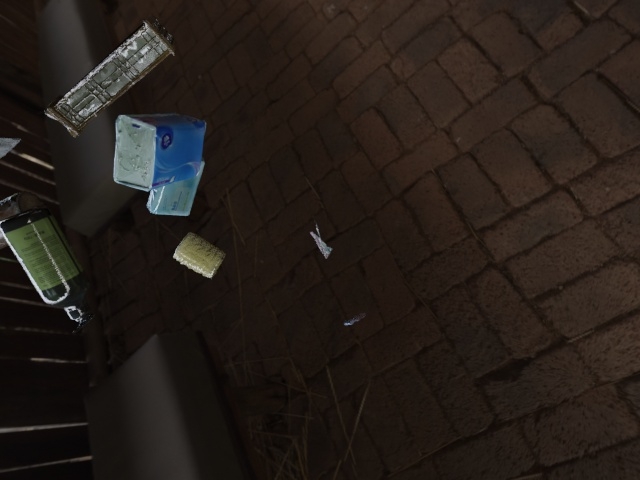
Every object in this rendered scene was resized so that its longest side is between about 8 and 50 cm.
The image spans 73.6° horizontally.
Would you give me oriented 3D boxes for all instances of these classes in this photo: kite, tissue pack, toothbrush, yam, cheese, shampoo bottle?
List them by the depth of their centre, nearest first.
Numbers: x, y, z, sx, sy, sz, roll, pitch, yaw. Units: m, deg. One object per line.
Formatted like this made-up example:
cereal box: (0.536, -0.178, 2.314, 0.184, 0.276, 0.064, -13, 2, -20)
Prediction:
shampoo bottle: (-0.590, 0.068, 0.953, 0.101, 0.101, 0.284, -9, 112, 29)
toothbrush: (0.095, 0.201, 1.106, 0.019, 0.193, 0.013, -16, 83, 17)
tissue pack: (-0.912, -0.223, 1.138, 0.193, 0.122, 0.026, -28, 93, 17)
yam: (-0.898, -0.037, 1.191, 0.279, 0.131, 0.131, -20, 65, 12)
tissue pack: (-0.480, -0.275, 1.298, 0.146, 0.263, 0.198, 18, 111, 11)
kite: (0.000, 0.000, 1.362, 0.011, 0.157, 0.139, -31, 40, -19)
cheese: (-0.453, 0.056, 1.613, 0.167, 0.094, 0.123, 31, 100, -6)
tissue pack: (-0.590, -0.231, 1.755, 0.089, 0.177, 0.263, 42, 119, 37)

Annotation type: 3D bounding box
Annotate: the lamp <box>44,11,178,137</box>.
lamp: (-0.474, -0.373, 0.977, 0.325, 0.089, 0.090, -32, 37, 15)
